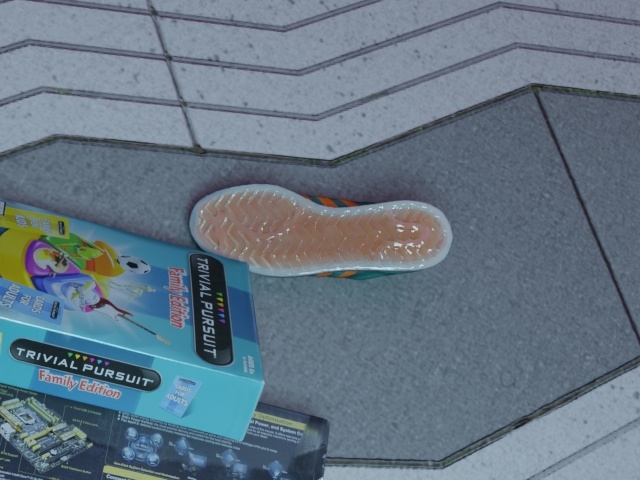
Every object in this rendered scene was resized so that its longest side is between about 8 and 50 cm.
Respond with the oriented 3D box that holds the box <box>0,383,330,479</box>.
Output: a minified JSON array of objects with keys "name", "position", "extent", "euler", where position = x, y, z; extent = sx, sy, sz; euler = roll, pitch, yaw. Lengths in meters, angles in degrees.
[{"name":"box","position":[-0.201,0.291,1.650],"extent":[0.394,0.097,0.318],"euler":[15,60,-14]}]

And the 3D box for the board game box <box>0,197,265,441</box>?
[{"name":"board game box","position":[-0.235,0.071,1.694],"extent":[0.336,0.079,0.254],"euler":[15,25,-14]}]

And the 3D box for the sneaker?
[{"name":"sneaker","position":[0.000,0.000,1.900],"extent":[0.302,0.121,0.108],"euler":[5,82,1]}]
